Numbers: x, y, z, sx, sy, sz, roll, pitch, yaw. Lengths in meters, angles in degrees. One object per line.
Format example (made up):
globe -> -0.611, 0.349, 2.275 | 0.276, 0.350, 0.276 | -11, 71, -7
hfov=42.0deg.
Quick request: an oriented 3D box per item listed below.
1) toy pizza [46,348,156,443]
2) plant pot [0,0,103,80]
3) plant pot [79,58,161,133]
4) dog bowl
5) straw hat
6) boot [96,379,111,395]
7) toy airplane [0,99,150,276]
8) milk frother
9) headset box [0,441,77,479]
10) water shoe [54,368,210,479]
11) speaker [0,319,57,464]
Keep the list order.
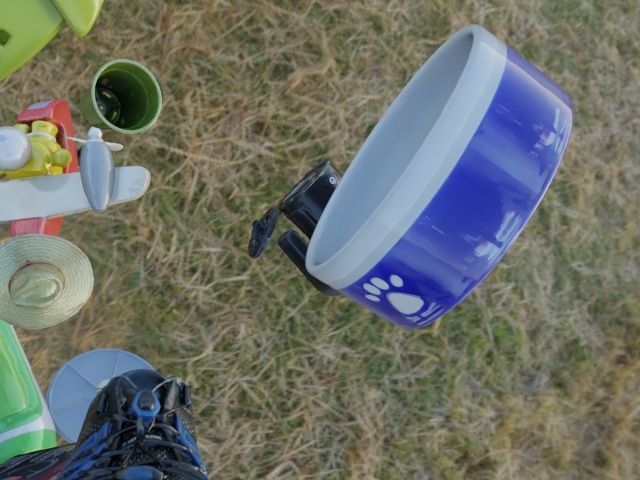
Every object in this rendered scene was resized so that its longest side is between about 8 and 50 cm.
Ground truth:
toy pizza -> -0.373, 0.280, 1.456 | 0.201, 0.032, 0.201 | 9, 49, -10
plant pot -> -0.349, -0.319, 0.890 | 0.227, 0.207, 0.228 | -92, 159, -48
plant pot -> -0.238, -0.158, 0.957 | 0.083, 0.079, 0.083 | 3, 85, -38
dog bowl -> 0.101, -0.056, 0.754 | 0.104, 0.265, 0.265 | 33, 58, -9
straw hat -> -0.372, 0.061, 1.094 | 0.144, 0.061, 0.144 | -4, 106, -16
boot -> -0.269, 0.259, 1.172 | 0.086, 0.190, 0.069 | -59, 135, -24
toy airplane -> -0.583, -0.104, 1.653 | 0.386, 0.272, 0.384 | -42, 58, -15
milk frother -> 0.000, 0.000, 0.969 | 0.135, 0.143, 0.129 | 47, 69, -9
headset box -> -0.315, 0.305, 0.873 | 0.218, 0.293, 0.110 | -27, 94, -51
water shoe -> -0.087, 0.097, 0.366 | 0.073, 0.203, 0.080 | 3, 80, -16
speaker -> -0.470, 0.183, 1.151 | 0.131, 0.131, 0.296 | -15, 64, -37
